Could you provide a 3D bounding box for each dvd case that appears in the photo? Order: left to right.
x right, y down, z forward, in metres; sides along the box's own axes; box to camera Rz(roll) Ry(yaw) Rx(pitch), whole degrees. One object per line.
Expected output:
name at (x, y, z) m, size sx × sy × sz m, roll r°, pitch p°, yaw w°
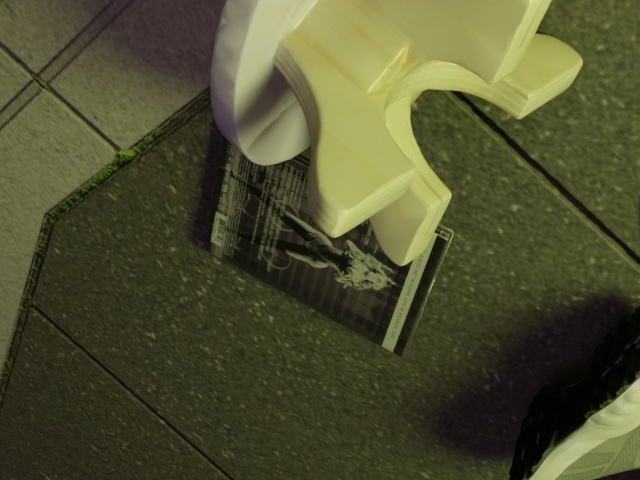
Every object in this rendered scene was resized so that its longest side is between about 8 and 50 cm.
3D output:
dvd case at (0.000, 0.000, 1.051) m, size 0.221 × 0.018 × 0.164 m, roll 28°, pitch 137°, yaw 12°

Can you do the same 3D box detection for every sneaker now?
sneaker at (0.241, 0.161, 0.967) m, size 0.108 × 0.100 × 0.271 m, roll 26°, pitch 142°, yaw -7°

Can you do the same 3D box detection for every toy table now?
toy table at (0.043, -0.115, 0.766) m, size 0.161 × 0.252 × 0.274 m, roll 43°, pitch 154°, yaw 19°
